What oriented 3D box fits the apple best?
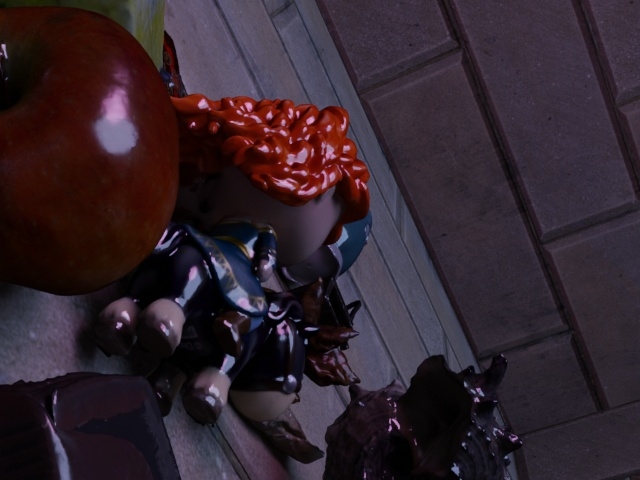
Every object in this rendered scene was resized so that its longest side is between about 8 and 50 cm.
[{"bbox_3d":[-0.219,-0.063,0.598,0.230,0.230,0.230,-21,90,-75],"label":"apple"}]

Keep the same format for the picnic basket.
[{"bbox_3d":[-0.168,0.227,0.518,0.222,0.129,0.297,17,54,-73],"label":"picnic basket"}]

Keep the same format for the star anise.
[{"bbox_3d":[-0.047,0.124,1.038,0.111,0.212,0.196,-37,142,-35],"label":"star anise"}]

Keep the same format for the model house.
[{"bbox_3d":[-0.260,-0.189,0.826,0.194,0.170,0.211,-95,-172,-64],"label":"model house"}]

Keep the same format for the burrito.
[{"bbox_3d":[-0.068,0.228,1.013,0.229,0.058,0.063,55,25,-35],"label":"burrito"}]

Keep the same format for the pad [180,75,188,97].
[{"bbox_3d":[-0.213,-0.234,1.121,0.315,0.063,0.375,-16,85,-75],"label":"pad"}]

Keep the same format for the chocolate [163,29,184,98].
[{"bbox_3d":[-0.210,-0.208,1.028,0.086,0.028,0.182,11,72,-70],"label":"chocolate"}]

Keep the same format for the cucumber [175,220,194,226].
[{"bbox_3d":[-0.155,0.018,0.991,0.064,0.064,0.112,-74,142,-66],"label":"cucumber"}]

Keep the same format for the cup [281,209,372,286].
[{"bbox_3d":[0.000,0.000,1.367,0.173,0.167,0.300,-68,161,-57],"label":"cup"}]

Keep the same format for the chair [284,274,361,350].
[{"bbox_3d":[-0.002,0.119,1.299,0.229,0.106,0.113,-67,135,-71],"label":"chair"}]

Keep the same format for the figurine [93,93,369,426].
[{"bbox_3d":[-0.086,0.010,0.844,0.306,0.241,0.412,26,59,-36],"label":"figurine"}]

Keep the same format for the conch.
[{"bbox_3d":[0.127,0.269,0.972,0.186,0.313,0.241,-14,59,-52],"label":"conch"}]
